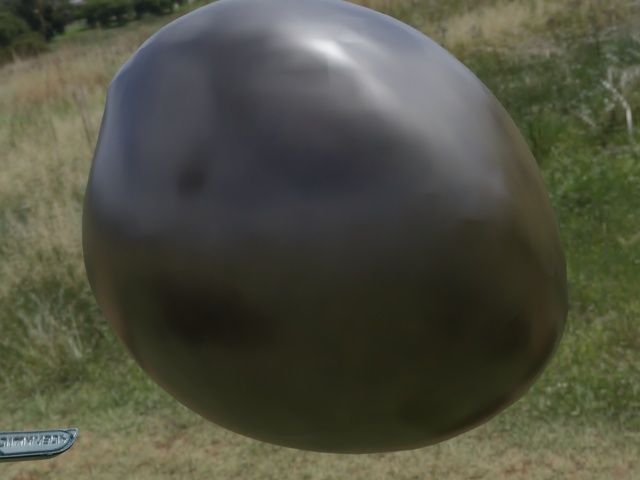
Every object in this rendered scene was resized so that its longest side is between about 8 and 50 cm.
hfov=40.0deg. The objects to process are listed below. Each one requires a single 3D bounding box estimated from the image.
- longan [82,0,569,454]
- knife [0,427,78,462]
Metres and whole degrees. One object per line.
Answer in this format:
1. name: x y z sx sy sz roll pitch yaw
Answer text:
1. longan: 0.000 0.000 0.507 0.243 0.300 0.300 -49 19 1
2. knife: -0.265 0.161 0.679 0.015 0.028 0.210 -46 -29 18
